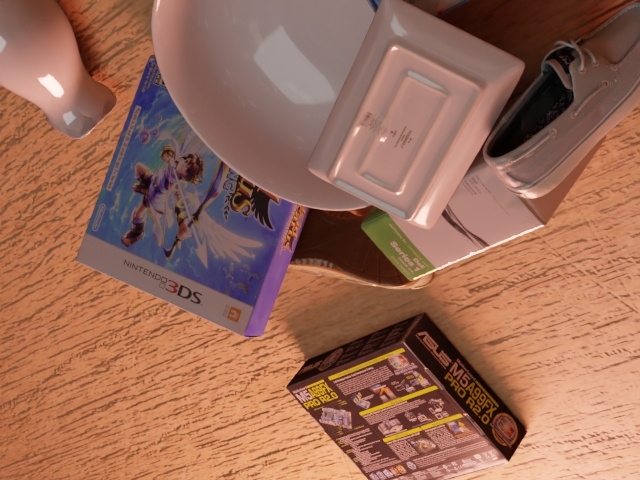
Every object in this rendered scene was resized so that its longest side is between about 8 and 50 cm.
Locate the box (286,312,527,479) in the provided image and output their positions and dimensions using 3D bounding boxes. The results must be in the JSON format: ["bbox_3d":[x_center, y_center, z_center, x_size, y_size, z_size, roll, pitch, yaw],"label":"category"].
[{"bbox_3d":[0.109,0.222,2.087,0.216,0.060,0.270,49,142,-11],"label":"box"}]

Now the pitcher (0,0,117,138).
[{"bbox_3d":[-0.372,-0.236,1.993,0.177,0.125,0.207,17,151,50],"label":"pitcher"}]

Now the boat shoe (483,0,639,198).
[{"bbox_3d":[0.240,-0.143,1.477,0.081,0.227,0.079,36,-174,-41],"label":"boat shoe"}]

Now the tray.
[{"bbox_3d":[0.081,-0.108,1.511,0.145,0.030,0.270,27,142,1],"label":"tray"}]

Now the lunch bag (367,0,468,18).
[{"bbox_3d":[0.117,-0.310,1.435,0.219,0.090,0.176,-28,112,11],"label":"lunch bag"}]

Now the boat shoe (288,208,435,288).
[{"bbox_3d":[0.000,0.000,1.912,0.285,0.105,0.089,22,172,19],"label":"boat shoe"}]

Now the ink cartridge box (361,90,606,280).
[{"bbox_3d":[0.170,-0.063,1.658,0.092,0.160,0.219,49,143,-13],"label":"ink cartridge box"}]

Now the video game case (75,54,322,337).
[{"bbox_3d":[-0.137,-0.054,1.875,0.244,0.061,0.270,22,96,20],"label":"video game case"}]

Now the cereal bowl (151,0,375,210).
[{"bbox_3d":[-0.004,-0.204,1.675,0.339,0.141,0.339,22,138,22],"label":"cereal bowl"}]
